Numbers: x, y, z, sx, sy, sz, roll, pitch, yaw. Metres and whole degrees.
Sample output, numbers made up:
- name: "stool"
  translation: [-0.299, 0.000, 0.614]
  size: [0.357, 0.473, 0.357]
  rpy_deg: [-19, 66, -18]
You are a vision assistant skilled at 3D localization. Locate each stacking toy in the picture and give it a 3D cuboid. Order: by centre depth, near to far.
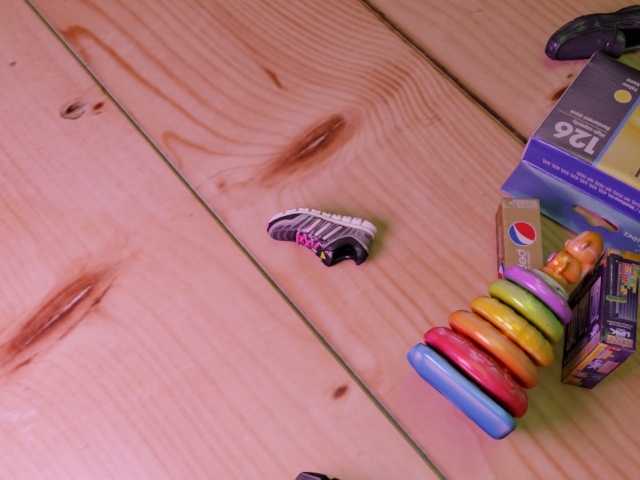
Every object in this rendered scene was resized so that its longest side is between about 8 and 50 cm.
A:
- name: "stacking toy"
  translation: [0.269, 0.099, 1.044]
  size: [0.166, 0.175, 0.302]
  rpy_deg: [40, 86, 18]

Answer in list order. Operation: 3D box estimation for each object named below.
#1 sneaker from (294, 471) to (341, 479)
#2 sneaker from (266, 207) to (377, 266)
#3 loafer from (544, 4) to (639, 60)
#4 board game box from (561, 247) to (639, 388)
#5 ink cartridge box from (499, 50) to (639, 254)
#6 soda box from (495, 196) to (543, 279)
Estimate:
- name: "sneaker"
  translation: [0.080, 0.385, 0.994]
  size: [0.267, 0.101, 0.106]
  rpy_deg: [18, 79, 15]
- name: "sneaker"
  translation: [0.000, 0.000, 1.196]
  size: [0.171, 0.063, 0.074]
  rpy_deg: [7, 57, -2]
- name: "loafer"
  translation: [0.499, -0.353, 1.371]
  size: [0.223, 0.076, 0.078]
  rpy_deg: [-17, 56, -13]
- name: "board game box"
  translation: [0.382, 0.111, 1.079]
  size: [0.048, 0.170, 0.141]
  rpy_deg: [11, 64, 4]
- name: "ink cartridge box"
  translation: [0.498, -0.130, 1.257]
  size: [0.304, 0.072, 0.307]
  rpy_deg: [32, 65, 18]
- name: "soda box"
  translation: [0.299, 0.027, 1.183]
  size: [0.058, 0.061, 0.181]
  rpy_deg: [4, 63, 2]
